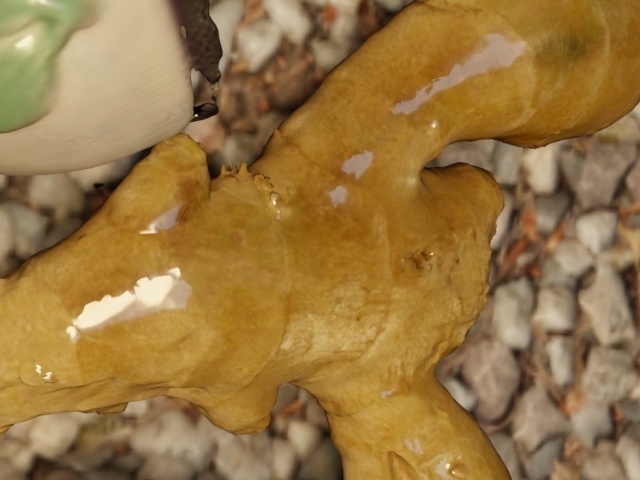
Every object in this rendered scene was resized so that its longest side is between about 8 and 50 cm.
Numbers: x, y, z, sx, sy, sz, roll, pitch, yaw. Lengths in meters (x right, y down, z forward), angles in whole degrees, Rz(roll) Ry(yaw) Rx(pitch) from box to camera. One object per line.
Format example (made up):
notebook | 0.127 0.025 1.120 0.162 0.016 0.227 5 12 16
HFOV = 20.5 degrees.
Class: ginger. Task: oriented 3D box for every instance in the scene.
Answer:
ginger | 0.013 -0.009 0.859 0.348 0.122 0.363 17 98 -37

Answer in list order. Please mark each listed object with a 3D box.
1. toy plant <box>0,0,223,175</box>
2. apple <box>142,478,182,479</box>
toy plant | -0.227 -0.062 0.679 0.332 0.247 0.247 -34 111 -14
apple | -0.082 0.231 0.747 0.302 0.301 0.301 -4 98 -28
